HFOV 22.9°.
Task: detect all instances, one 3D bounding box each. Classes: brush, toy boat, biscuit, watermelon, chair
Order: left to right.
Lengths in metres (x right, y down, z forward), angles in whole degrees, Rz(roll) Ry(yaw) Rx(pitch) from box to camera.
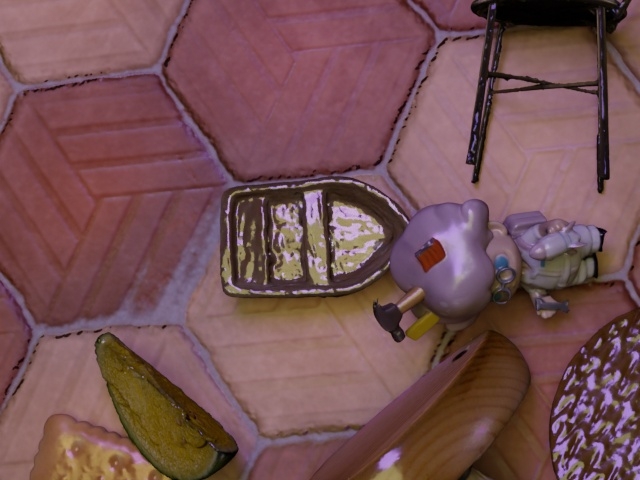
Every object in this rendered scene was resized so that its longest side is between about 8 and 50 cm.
[{"bbox_3d":[-0.235,0.307,1.544,0.160,0.030,0.249,19,86,11],"label":"biscuit"},{"bbox_3d":[-0.136,0.164,1.519,0.075,0.092,0.181,-25,51,-38],"label":"watermelon"},{"bbox_3d":[0.000,0.000,1.532,0.188,0.061,0.116,-3,81,9],"label":"toy boat"},{"bbox_3d":[0.121,0.217,1.444,0.267,0.174,0.166,-43,94,-19],"label":"brush"},{"bbox_3d":[0.226,-0.213,1.481,0.170,0.160,0.325,5,88,9],"label":"chair"},{"bbox_3d":[0.338,0.179,1.447,0.262,0.037,0.262,-3,70,9],"label":"biscuit"}]

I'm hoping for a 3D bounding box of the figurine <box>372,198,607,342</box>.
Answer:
[{"bbox_3d":[0.152,0.019,1.466,0.229,0.137,0.112,-7,42,-13],"label":"figurine"}]
